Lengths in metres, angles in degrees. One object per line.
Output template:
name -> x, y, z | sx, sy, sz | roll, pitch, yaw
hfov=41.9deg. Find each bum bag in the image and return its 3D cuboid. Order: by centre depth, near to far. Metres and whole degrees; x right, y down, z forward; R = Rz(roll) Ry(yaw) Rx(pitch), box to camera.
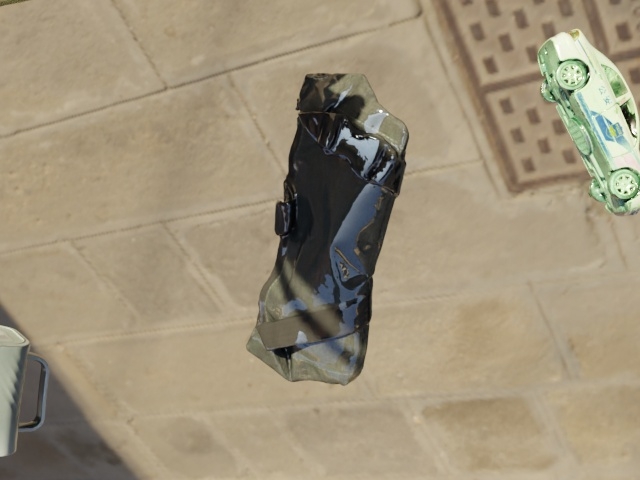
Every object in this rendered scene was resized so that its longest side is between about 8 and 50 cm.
bum bag -> 0.000, 0.000, 0.491 | 0.087, 0.049, 0.198 | 24, 111, 33

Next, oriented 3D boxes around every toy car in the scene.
toy car -> 0.324, -0.137, 0.967 | 0.076, 0.090, 0.224 | -26, 89, 1

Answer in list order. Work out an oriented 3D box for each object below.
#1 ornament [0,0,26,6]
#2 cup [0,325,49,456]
ornament -> -0.175, -0.170, 0.305 | 0.180, 0.059, 0.201 | 17, 158, -24
cup -> -0.356, 0.163, 0.898 | 0.128, 0.129, 0.095 | 9, -174, -37
